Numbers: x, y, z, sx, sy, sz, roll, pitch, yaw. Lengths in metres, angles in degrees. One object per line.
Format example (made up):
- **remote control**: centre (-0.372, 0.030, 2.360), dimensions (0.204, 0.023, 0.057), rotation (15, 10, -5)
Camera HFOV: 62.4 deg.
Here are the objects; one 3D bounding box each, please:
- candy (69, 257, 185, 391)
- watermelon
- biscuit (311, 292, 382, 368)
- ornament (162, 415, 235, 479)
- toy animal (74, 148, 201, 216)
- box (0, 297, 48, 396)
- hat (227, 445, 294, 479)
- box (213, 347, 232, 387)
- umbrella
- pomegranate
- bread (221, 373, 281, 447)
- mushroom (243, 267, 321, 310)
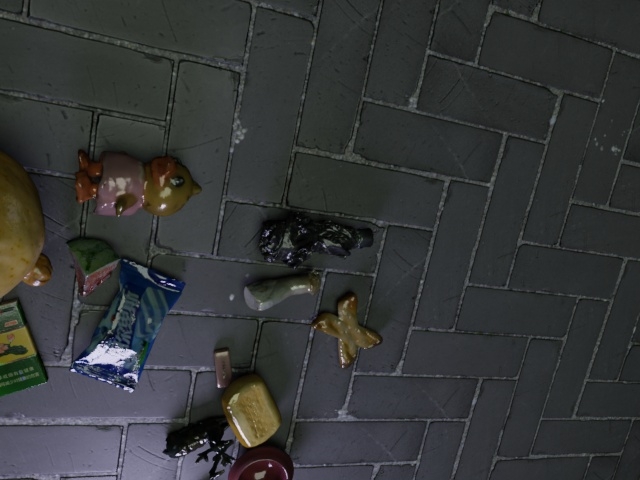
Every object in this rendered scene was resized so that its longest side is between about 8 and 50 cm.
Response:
- **candy**: centre (-0.503, 0.225, 1.381), dimensions (0.187, 0.077, 0.331), rotation (27, 92, -26)
- **watermelon**: centre (-0.553, 0.077, 1.308), dimensions (0.098, 0.121, 0.158), rotation (-16, 115, -38)
- **biscuit**: centre (0.083, 0.277, 1.616), dimensions (0.164, 0.047, 0.208), rotation (-36, 113, -8)
- **ornament**: centre (-0.333, 0.580, 1.450), dimensions (0.202, 0.236, 0.080), rotation (-19, 104, -15)
- **toy animal**: centre (-0.429, -0.130, 1.267), dimensions (0.281, 0.195, 0.169), rotation (-4, 145, -14)
- **box**: centre (-0.785, 0.269, 1.315), dimensions (0.132, 0.034, 0.235), rotation (-16, 109, -14)
- **hat**: centre (-0.183, 0.713, 1.621), dimensions (0.205, 0.089, 0.206), rotation (-3, 103, -14)
- **box**: centre (-0.281, 0.369, 1.525), dimensions (0.048, 0.025, 0.115), rotation (-7, 106, -19)
- **umbrella**: centre (-0.003, 0.012, 1.474), dimensions (0.336, 0.128, 0.154), rotation (12, 98, -25)
- **pomegranate**: centre (-0.739, -0.020, 1.083), dimensions (0.410, 0.410, 0.410), rotation (-5, 106, -18)
- **bread**: centre (-0.207, 0.491, 1.542), dimensions (0.147, 0.098, 0.217), rotation (-29, 114, -29)
- **mushroom**: centre (-0.102, 0.137, 1.492), dimensions (0.223, 0.092, 0.081), rotation (-12, 92, -24)
